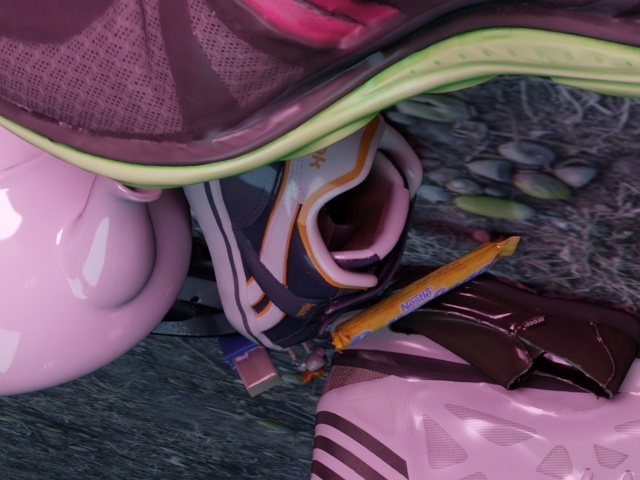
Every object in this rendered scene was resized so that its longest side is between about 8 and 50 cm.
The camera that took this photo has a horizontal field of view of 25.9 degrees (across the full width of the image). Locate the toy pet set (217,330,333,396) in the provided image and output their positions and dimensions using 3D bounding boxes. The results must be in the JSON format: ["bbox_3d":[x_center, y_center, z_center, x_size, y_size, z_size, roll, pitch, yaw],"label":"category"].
[{"bbox_3d":[-0.037,0.102,1.378,0.114,0.065,0.122,-26,161,-4],"label":"toy pet set"}]

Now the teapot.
[{"bbox_3d":[-0.209,-0.040,0.885,0.256,0.252,0.187,-6,127,2],"label":"teapot"}]

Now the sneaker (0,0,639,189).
[{"bbox_3d":[0.016,-0.148,0.537,0.483,0.185,0.202,-7,134,37],"label":"sneaker"}]

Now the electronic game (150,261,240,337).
[{"bbox_3d":[-0.153,0.049,1.287,0.229,0.048,0.229,5,165,1],"label":"electronic game"}]

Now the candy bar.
[{"bbox_3d":[0.077,0.039,1.037,0.161,0.018,0.040,-29,166,-10],"label":"candy bar"}]

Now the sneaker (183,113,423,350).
[{"bbox_3d":[0.000,0.000,0.951,0.127,0.126,0.321,14,159,15],"label":"sneaker"}]

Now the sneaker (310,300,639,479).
[{"bbox_3d":[0.204,0.223,1.224,0.448,0.257,0.169,10,160,10],"label":"sneaker"}]

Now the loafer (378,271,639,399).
[{"bbox_3d":[0.152,0.081,1.141,0.220,0.078,0.080,9,160,9],"label":"loafer"}]
